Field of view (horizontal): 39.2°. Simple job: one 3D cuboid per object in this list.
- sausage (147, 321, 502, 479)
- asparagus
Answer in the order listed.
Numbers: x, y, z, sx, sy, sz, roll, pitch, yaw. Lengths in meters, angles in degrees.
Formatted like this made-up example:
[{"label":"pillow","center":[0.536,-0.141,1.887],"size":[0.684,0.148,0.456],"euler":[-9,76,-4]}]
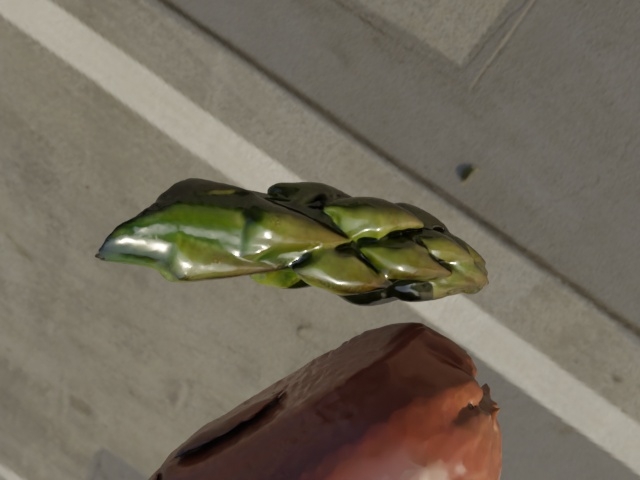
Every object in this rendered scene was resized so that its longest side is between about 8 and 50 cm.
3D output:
[{"label":"sausage","center":[-0.006,0.166,0.611],"size":[0.280,0.152,0.152],"euler":[-32,108,11]},{"label":"asparagus","center":[0.000,0.000,0.577],"size":[0.287,0.080,0.080],"euler":[12,150,-28]}]
